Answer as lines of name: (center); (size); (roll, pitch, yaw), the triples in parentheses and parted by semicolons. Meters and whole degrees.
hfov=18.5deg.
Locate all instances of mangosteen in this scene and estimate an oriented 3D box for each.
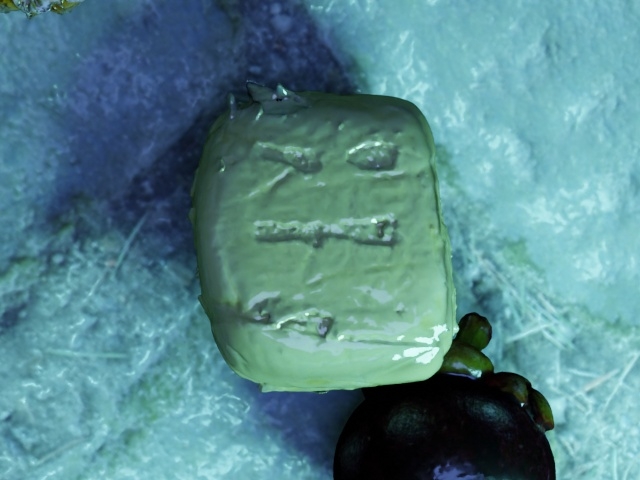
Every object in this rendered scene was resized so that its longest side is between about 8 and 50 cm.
mangosteen: (0.118, 0.182, 1.797); (0.211, 0.211, 0.250); (16, 70, -16)

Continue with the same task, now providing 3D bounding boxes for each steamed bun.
steamed bun: (0.000, 0.000, 1.739); (0.232, 0.166, 0.273); (-7, 80, -4)

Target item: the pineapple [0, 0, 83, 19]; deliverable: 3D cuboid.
pineapple: (-0.244, -0.289, 1.685); (0.221, 0.047, 0.221); (-3, 102, -12)
